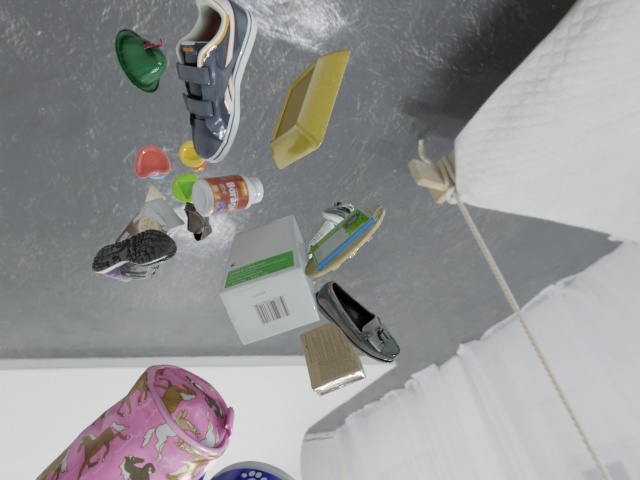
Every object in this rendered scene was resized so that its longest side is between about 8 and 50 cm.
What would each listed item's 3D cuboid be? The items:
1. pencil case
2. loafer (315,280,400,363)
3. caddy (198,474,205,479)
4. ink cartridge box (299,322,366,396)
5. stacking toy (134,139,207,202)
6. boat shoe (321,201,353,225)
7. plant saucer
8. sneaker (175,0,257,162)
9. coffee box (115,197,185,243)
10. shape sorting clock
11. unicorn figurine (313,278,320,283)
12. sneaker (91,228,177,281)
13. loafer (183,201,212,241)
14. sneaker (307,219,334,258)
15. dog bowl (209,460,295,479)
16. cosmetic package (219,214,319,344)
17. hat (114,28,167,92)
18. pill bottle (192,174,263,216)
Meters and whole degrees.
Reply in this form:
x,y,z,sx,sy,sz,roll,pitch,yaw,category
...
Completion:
x,y,z,sx,sy,sz,roll,pitch,yaw,category
-0.301,0.361,0.591,0.386,0.160,0.167,-47,143,1,pencil case
0.100,0.208,1.048,0.267,0.096,0.084,38,131,3,loafer
-0.487,0.665,1.151,0.179,0.341,0.242,-5,117,32,caddy
0.043,0.434,1.544,0.193,0.235,0.088,-24,135,5,ink cartridge box
-0.655,-0.290,1.850,0.308,0.280,0.130,-5,174,-7,stacking toy
0.075,-0.112,1.602,0.116,0.319,0.099,32,91,-4,boat shoe
-0.059,-0.425,1.327,0.080,0.333,0.332,21,168,-24,plant saucer
-0.233,-0.325,0.837,0.127,0.126,0.322,-2,109,-54,sneaker
-0.670,-0.031,1.609,0.246,0.141,0.098,-41,-179,25,coffee box
0.049,0.002,0.829,0.206,0.206,0.040,-34,108,27,shape sorting clock
-0.098,0.169,1.646,0.162,0.111,0.060,-39,171,-15,unicorn figurine
-0.496,0.052,1.161,0.283,0.107,0.124,-10,147,24,sneaker
-0.472,-0.063,1.570,0.080,0.078,0.220,20,153,15,loafer
0.000,0.000,1.406,0.061,0.053,0.152,9,109,-50,sneaker
-0.140,0.588,0.803,0.264,0.265,0.104,-21,179,11,dog bowl
-0.127,0.082,1.069,0.196,0.366,0.155,-19,114,0,cosmetic package
-0.441,-0.519,1.142,0.183,0.209,0.173,-12,147,18,hat
-0.302,-0.155,1.359,0.216,0.121,0.121,-17,154,-42,pill bottle
